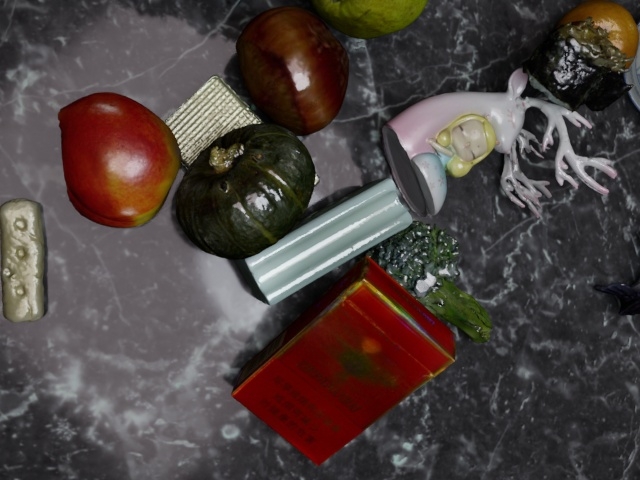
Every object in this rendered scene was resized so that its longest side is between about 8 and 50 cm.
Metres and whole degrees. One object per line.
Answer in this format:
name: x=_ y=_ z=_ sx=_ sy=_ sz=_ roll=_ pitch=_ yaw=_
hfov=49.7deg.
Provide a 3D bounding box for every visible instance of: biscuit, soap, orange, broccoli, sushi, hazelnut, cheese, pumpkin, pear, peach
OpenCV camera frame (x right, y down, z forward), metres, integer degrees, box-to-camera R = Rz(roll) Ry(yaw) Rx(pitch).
biscuit: x=-0.136 y=-0.138 z=1.148 sx=0.252 sy=0.052 sz=0.150 roll=44 pitch=87 yaw=-10
soap: x=0.000 y=0.000 z=1.127 sx=0.265 sy=0.160 sz=0.087 roll=-29 pitch=97 yaw=-11
orange: x=0.500 y=-0.359 z=1.269 sx=0.155 sy=0.134 sz=0.154 roll=-1 pitch=83 yaw=8
broccoli: x=0.177 y=0.109 z=1.186 sx=0.198 sy=0.177 sz=0.274 roll=-39 pitch=112 yaw=-16
sushi: x=0.425 y=-0.282 z=1.119 sx=0.147 sy=0.115 sz=0.212 roll=52 pitch=35 yaw=15
hazelnut: x=-0.039 y=-0.272 z=1.103 sx=0.178 sy=0.178 sz=0.204 roll=-35 pitch=103 yaw=-11
cheese: x=-0.463 y=0.031 z=1.076 sx=0.065 sy=0.043 sz=0.193 roll=-3 pitch=89 yaw=-19
pumpkin: x=-0.114 y=-0.077 z=1.025 sx=0.223 sy=0.224 sz=0.157 roll=-47 pitch=127 yaw=-9
pear: x=0.076 y=-0.426 z=1.100 sx=0.212 sy=0.212 sz=0.269 roll=48 pitch=36 yaw=-10
peach: x=-0.311 y=-0.119 z=1.037 sx=0.192 sy=0.190 sz=0.190 roll=31 pitch=83 yaw=-4

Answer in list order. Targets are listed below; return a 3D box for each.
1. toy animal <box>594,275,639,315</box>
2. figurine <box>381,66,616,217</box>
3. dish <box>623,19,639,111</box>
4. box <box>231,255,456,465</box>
toy animal: x=0.671 y=0.060 z=1.311 sx=0.298 sy=0.122 sz=0.185 roll=-27 pitch=97 yaw=-11
figurine: x=0.297 y=-0.143 z=1.197 sx=0.316 sy=0.206 sz=0.284 roll=-30 pitch=91 yaw=-6
dish: x=0.718 y=-0.352 z=1.313 sx=0.273 sy=0.134 sz=0.273 roll=8 pitch=115 yaw=17
box: x=0.034 y=0.197 z=1.101 sx=0.197 sy=0.089 sz=0.313 roll=42 pitch=114 yaw=-10
